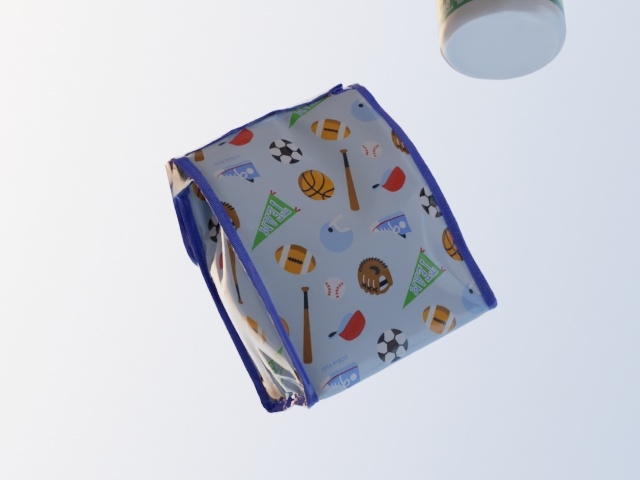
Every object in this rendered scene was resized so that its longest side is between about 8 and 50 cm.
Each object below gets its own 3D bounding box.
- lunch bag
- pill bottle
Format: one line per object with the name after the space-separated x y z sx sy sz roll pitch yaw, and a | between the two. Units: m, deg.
0.000 0.000 1.677 0.386 0.327 0.239 63 -25 0 | lunch bag
0.164 -0.267 1.137 0.117 0.117 0.208 -23 -124 36 | pill bottle
